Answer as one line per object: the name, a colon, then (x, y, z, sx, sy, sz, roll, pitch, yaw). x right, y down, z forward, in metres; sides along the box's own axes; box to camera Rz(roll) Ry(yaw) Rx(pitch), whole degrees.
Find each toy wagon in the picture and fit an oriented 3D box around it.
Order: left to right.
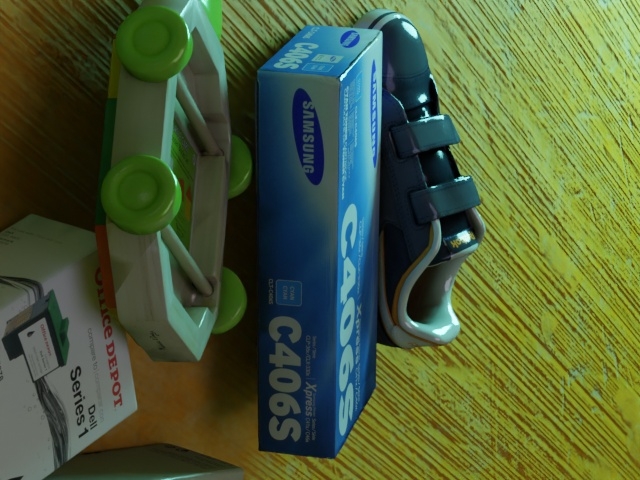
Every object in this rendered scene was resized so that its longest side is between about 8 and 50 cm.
toy wagon: (-0.109, -0.084, 1.556, 0.267, 0.068, 0.344, 66, 25, -68)

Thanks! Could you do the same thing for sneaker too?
sneaker: (0.089, -0.053, 1.868, 0.126, 0.127, 0.321, -22, 118, -49)

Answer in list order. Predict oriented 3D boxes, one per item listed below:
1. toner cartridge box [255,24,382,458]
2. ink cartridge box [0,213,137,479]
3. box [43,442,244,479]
toner cartridge box: (0.000, 0.000, 1.755, 0.165, 0.075, 0.348, -56, 149, -65)
ink cartridge box: (-0.244, 0.100, 1.475, 0.219, 0.092, 0.160, -36, 130, -43)
box: (-0.185, 0.235, 1.610, 0.275, 0.094, 0.113, 3, 100, -55)
